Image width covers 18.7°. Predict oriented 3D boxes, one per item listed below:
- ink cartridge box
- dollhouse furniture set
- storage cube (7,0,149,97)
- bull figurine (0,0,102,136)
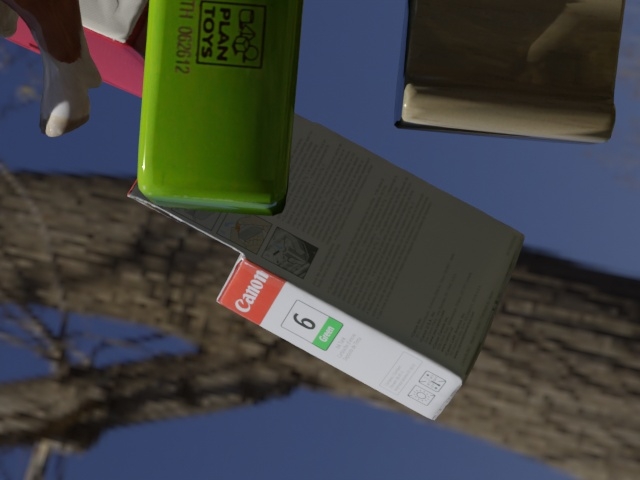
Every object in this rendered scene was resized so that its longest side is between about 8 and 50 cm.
[{"bbox_3d":[0.000,0.000,0.599,0.063,0.115,0.029,-63,2,-39],"label":"ink cartridge box"},{"bbox_3d":[0.112,-0.093,0.503,0.151,0.301,0.197,-95,9,-82],"label":"dollhouse furniture set"},{"bbox_3d":[-0.124,-0.195,1.020,0.183,0.215,0.193,-65,-9,-3],"label":"storage cube"},{"bbox_3d":[-0.234,-0.081,0.715,0.310,0.101,0.188,-27,-64,-13],"label":"bull figurine"}]
